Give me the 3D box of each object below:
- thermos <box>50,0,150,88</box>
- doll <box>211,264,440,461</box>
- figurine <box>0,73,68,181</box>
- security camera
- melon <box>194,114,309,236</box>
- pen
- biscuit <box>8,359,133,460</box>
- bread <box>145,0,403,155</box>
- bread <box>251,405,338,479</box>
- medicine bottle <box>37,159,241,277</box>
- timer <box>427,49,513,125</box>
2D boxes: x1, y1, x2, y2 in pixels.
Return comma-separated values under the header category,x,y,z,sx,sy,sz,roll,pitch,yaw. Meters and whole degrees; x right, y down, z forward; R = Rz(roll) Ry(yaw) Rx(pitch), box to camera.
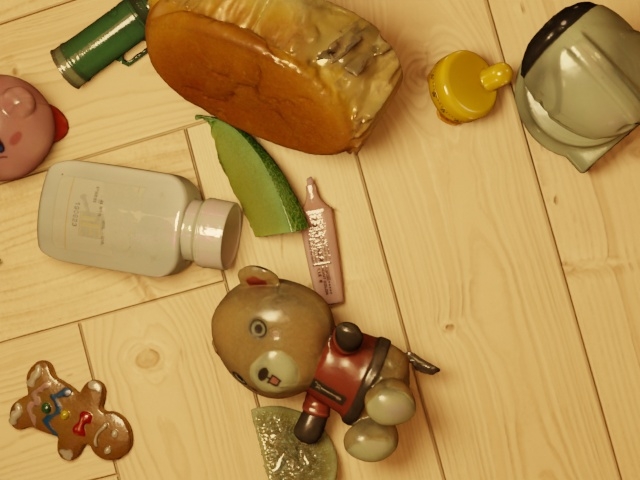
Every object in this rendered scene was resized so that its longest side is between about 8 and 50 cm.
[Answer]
category,x,y,z,sx,sy,sz,roll,pitch,yaw
thermos,-0.322,-0.315,1.730,0.187,0.073,0.083,-34,83,8
doll,-0.003,0.169,1.621,0.330,0.174,0.235,28,135,4
figurine,-0.494,-0.174,1.712,0.173,0.173,0.173,0,90,10
security camera,0.360,-0.217,1.504,0.197,0.277,0.191,-40,84,8
melon,-0.111,-0.101,1.703,0.262,0.053,0.114,55,134,16
pen,0.000,0.000,1.692,0.053,0.032,0.197,-11,89,10
biscuit,-0.389,0.280,1.762,0.205,0.031,0.138,28,94,8
bread,-0.074,-0.258,1.618,0.388,0.236,0.183,27,74,22
bread,-0.029,0.329,1.665,0.112,0.036,0.193,-11,66,-11
medicine bottle,-0.275,-0.030,1.704,0.296,0.111,0.161,8,93,12
timer,0.215,-0.226,1.616,0.107,0.109,0.107,7,75,-30
